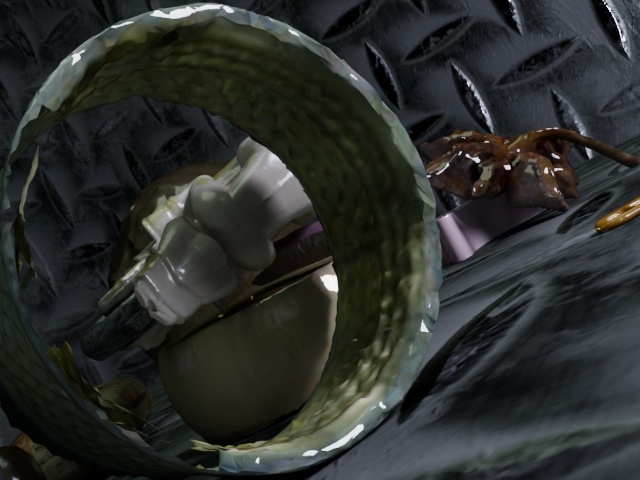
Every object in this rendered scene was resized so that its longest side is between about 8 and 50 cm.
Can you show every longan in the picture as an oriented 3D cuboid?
[{"bbox_3d":[-0.200,0.048,1.347,0.391,0.391,0.391,-28,-2,-1],"label":"longan"}]

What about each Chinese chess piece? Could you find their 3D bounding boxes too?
[{"bbox_3d":[-0.026,0.089,0.697,0.249,0.103,0.250,-27,0,0],"label":"Chinese chess piece"}]

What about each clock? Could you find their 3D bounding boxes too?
[{"bbox_3d":[0.255,-0.024,1.293,0.275,0.080,0.290,-29,-2,16],"label":"clock"}]

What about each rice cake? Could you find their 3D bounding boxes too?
[{"bbox_3d":[0.000,0.000,0.702,0.206,0.036,0.047,-23,5,41],"label":"rice cake"}]

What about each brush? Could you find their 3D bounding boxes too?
[{"bbox_3d":[0.388,-0.082,0.718,0.314,0.017,0.090,-28,-2,-12],"label":"brush"}]

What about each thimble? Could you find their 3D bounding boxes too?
[{"bbox_3d":[-0.069,0.012,0.455,0.271,0.271,0.150,-27,0,-33],"label":"thimble"}]

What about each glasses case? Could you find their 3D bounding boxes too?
[{"bbox_3d":[-0.313,0.254,1.011,0.156,0.098,0.425,-30,-1,-11],"label":"glasses case"}]

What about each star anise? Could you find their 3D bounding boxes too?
[{"bbox_3d":[0.316,-0.127,1.205,0.349,0.109,0.292,14,38,25],"label":"star anise"}]

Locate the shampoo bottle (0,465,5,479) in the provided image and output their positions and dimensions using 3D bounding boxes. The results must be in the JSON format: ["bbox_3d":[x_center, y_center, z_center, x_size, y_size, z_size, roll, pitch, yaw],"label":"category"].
[{"bbox_3d":[-0.205,0.169,0.369,0.284,0.101,0.101,-29,-2,39],"label":"shampoo bottle"}]

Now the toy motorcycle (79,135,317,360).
[{"bbox_3d":[-0.071,-0.023,0.667,0.223,0.108,0.341,-33,12,40],"label":"toy motorcycle"}]

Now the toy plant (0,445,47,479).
[{"bbox_3d":[-0.315,0.246,0.631,0.162,0.093,0.093,-30,0,-42],"label":"toy plant"}]
